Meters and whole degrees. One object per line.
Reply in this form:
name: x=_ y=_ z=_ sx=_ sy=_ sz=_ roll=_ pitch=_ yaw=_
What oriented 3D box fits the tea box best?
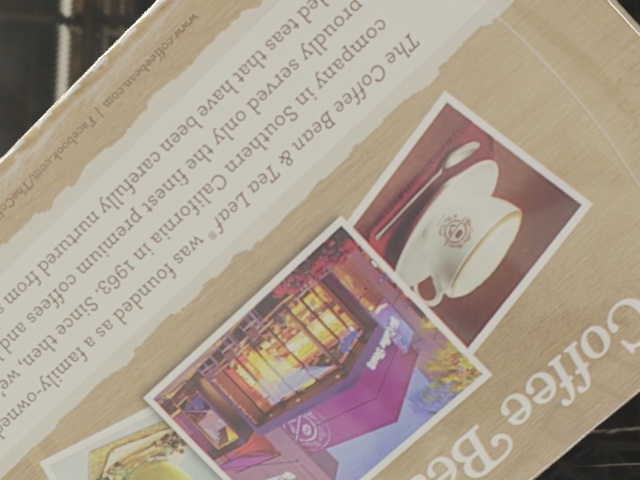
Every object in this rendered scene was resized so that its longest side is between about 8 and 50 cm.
tea box: x=0.000 y=0.000 z=0.637 sx=0.329 sy=0.323 sz=0.220 roll=-43 pitch=-86 yaw=12
